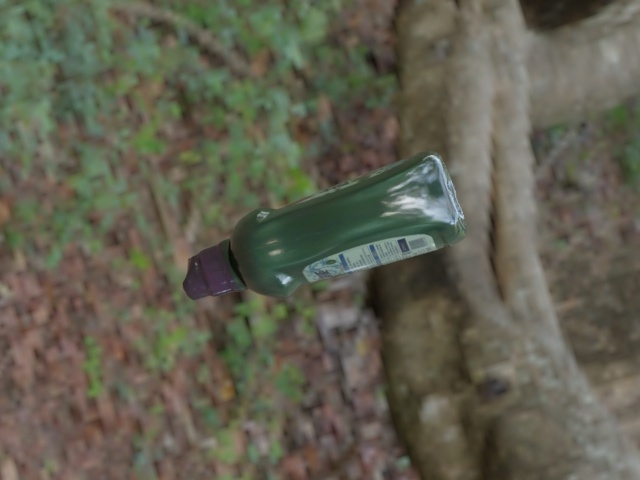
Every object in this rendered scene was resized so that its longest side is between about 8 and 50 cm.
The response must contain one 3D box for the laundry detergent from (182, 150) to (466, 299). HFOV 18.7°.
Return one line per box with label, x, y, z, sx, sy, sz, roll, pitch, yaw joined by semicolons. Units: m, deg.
laundry detergent;0.000;0.000;1.516;0.144;0.222;0.078;22;49;-81
